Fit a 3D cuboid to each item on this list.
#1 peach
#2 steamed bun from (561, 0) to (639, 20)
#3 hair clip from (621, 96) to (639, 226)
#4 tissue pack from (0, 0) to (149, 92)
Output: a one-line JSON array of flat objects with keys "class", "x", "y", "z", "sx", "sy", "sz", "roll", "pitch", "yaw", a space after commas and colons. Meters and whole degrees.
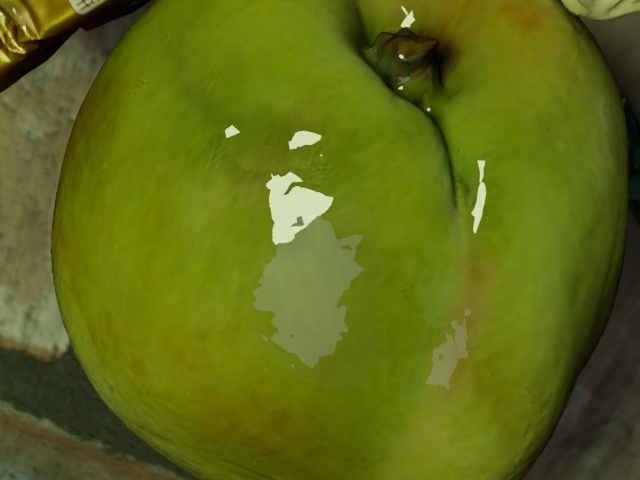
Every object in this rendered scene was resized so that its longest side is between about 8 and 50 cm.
[{"class": "peach", "x": 0.003, "y": -0.008, "z": 0.716, "sx": 0.282, "sy": 0.314, "sz": 0.315, "roll": 14, "pitch": 151, "yaw": -20}, {"class": "steamed bun", "x": 0.230, "y": -0.225, "z": 0.595, "sx": 0.292, "sy": 0.137, "sz": 0.295, "roll": -14, "pitch": 143, "yaw": 0}, {"class": "hair clip", "x": 0.207, "y": -0.007, "z": 0.812, "sx": 0.049, "sy": 0.049, "sz": 0.173, "roll": -20, "pitch": 112, "yaw": 25}, {"class": "tissue pack", "x": -0.100, "y": -0.179, "z": 0.710, "sx": 0.226, "sy": 0.183, "sz": 0.092, "roll": -30, "pitch": 100, "yaw": 29}]
